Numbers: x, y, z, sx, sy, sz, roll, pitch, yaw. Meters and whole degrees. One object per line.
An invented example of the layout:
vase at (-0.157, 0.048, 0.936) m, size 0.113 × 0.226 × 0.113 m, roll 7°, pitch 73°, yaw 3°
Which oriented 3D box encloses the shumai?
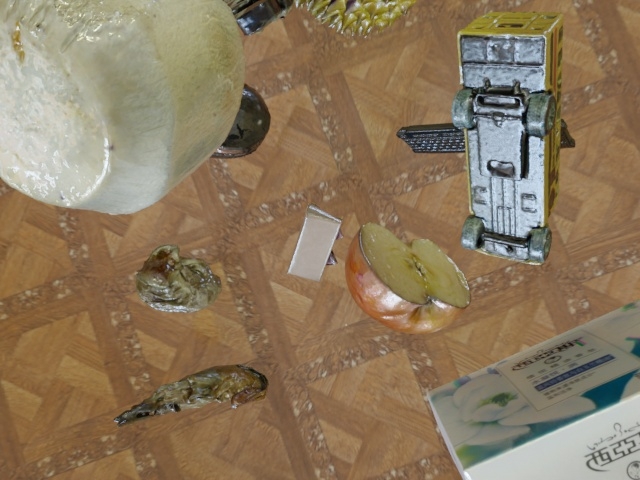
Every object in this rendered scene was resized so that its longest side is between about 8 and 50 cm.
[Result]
shumai at (-0.333, 0.074, 1.438) m, size 0.209 × 0.153 × 0.161 m, roll 21°, pitch 59°, yaw 33°

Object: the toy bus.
toy bus at (0.255, -0.126, 0.851) m, size 0.121 × 0.336 × 0.123 m, roll 12°, pitch 43°, yaw 31°

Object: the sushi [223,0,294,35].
sushi at (-0.124, -0.548, 1.519) m, size 0.296 × 0.373 × 0.100 m, roll -22°, pitch 121°, yaw 21°

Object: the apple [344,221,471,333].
apple at (0.170, 0.107, 1.405) m, size 0.292 × 0.251 × 0.163 m, roll 16°, pitch 126°, yaw -27°

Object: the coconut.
coconut at (-0.199, -0.164, 0.602) m, size 0.244 × 0.247 × 0.245 m, roll 10°, pitch 125°, yaw 15°

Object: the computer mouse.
computer mouse at (-0.259, -0.256, 1.260) m, size 0.323 × 0.116 × 0.183 m, roll 5°, pitch 67°, yaw -1°

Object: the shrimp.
shrimp at (-0.202, 0.251, 1.054) m, size 0.262 × 0.117 × 0.066 m, roll -14°, pitch 102°, yaw -42°

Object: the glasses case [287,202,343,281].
glasses case at (0.000, 0.000, 1.379) m, size 0.102 × 0.194 × 0.070 m, roll 14°, pitch 43°, yaw -5°

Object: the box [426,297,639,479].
box at (0.261, 0.173, 0.625) m, size 0.274 × 0.203 × 0.116 m, roll -24°, pitch 93°, yaw 3°

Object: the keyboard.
keyboard at (0.250, -0.158, 0.992) m, size 0.262 × 0.106 × 0.016 m, roll 3°, pitch 74°, yaw 33°

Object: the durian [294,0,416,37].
durian at (0.020, -0.339, 0.773) m, size 0.186 × 0.260 × 0.154 m, roll 12°, pitch 84°, yaw -13°
